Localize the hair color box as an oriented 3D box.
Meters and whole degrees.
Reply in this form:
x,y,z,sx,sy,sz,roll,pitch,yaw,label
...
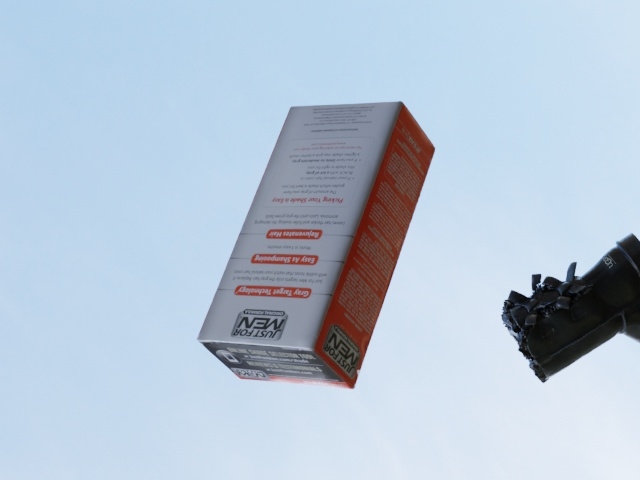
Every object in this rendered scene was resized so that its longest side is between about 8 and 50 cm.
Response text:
x,y,z,sx,sy,sz,roll,pitch,yaw,label
0.000,0.000,0.682,0.043,0.072,0.141,49,-127,-44,hair color box

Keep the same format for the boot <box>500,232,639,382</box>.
x,y,z,sx,sy,sz,roll,pitch,yaw,label
0.177,0.058,0.876,0.121,0.099,0.045,53,-173,-36,boot
